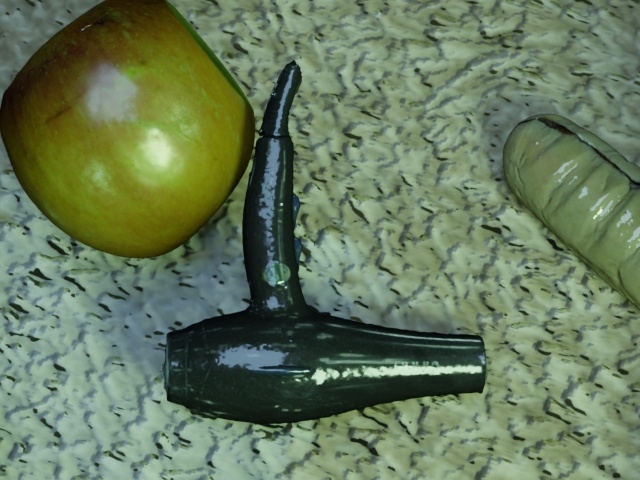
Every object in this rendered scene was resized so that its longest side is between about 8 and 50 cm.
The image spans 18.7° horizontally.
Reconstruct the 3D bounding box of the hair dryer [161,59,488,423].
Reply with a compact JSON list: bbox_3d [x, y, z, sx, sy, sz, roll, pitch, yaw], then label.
[{"bbox_3d":[0.000,0.000,1.172,0.195,0.075,0.219,-2,91,-5],"label":"hair dryer"}]

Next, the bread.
[{"bbox_3d":[0.196,-0.006,1.194,0.073,0.053,0.214,-40,69,-15],"label":"bread"}]

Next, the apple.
[{"bbox_3d":[-0.118,-0.067,1.215,0.146,0.163,0.147,-43,92,2],"label":"apple"}]
